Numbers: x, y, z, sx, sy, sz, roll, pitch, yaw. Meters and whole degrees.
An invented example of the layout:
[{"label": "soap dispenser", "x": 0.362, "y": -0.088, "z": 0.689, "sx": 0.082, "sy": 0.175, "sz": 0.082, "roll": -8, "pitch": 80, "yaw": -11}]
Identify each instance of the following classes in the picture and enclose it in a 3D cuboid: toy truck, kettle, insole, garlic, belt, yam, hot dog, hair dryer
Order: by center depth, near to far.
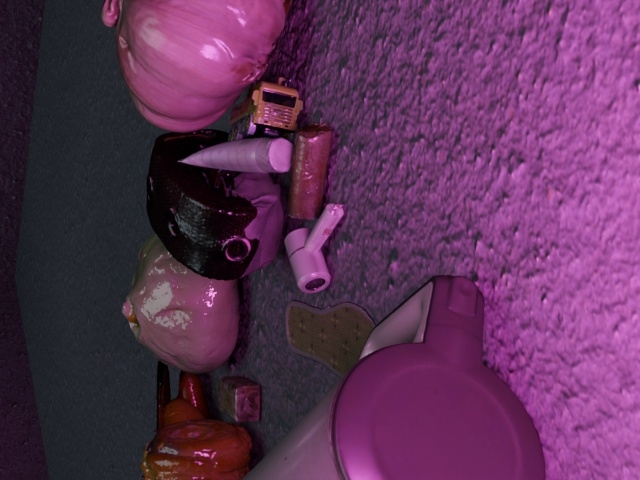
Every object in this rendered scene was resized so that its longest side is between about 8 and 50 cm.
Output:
[{"label": "kettle", "x": 0.061, "y": 0.241, "z": 1.239, "sx": 0.376, "sy": 0.250, "sz": 0.361, "roll": 124, "pitch": 167, "yaw": -51}, {"label": "hair dryer", "x": 0.000, "y": 0.000, "z": 1.559, "sx": 0.137, "sy": 0.047, "sz": 0.082, "roll": -58, "pitch": 41, "yaw": 42}, {"label": "yam", "x": -0.016, "y": -0.091, "z": 1.571, "sx": 0.054, "sy": 0.054, "sz": 0.132, "roll": -132, "pitch": 44, "yaw": -57}, {"label": "insole", "x": 0.012, "y": 0.131, "z": 1.583, "sx": 0.322, "sy": 0.007, "sz": 0.109, "roll": -172, "pitch": 82, "yaw": -66}, {"label": "toy truck", "x": -0.082, "y": -0.186, "z": 1.697, "sx": 0.169, "sy": 0.077, "sz": 0.100, "roll": 161, "pitch": 118, "yaw": -72}, {"label": "garlic", "x": -0.171, "y": -0.311, "z": 1.698, "sx": 0.241, "sy": 0.322, "sz": 0.322, "roll": 52, "pitch": 161, "yaw": -12}, {"label": "belt", "x": -0.163, "y": -0.047, "z": 1.755, "sx": 0.289, "sy": 0.184, "sz": 0.164, "roll": -124, "pitch": 39, "yaw": -54}, {"label": "hot dog", "x": -0.233, "y": 0.362, "z": 2.050, "sx": 0.194, "sy": 0.107, "sz": 0.325, "roll": 119, "pitch": 150, "yaw": -70}]

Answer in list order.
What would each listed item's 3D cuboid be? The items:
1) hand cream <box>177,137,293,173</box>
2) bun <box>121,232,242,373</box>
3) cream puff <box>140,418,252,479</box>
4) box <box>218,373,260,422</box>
[{"label": "hand cream", "x": -0.116, "y": -0.121, "z": 1.650, "sx": 0.205, "sy": 0.078, "sz": 0.049, "roll": 5, "pitch": 113, "yaw": 49}, {"label": "bun", "x": -0.246, "y": 0.090, "z": 1.973, "sx": 0.283, "sy": 0.179, "sz": 0.283, "roll": -179, "pitch": 90, "yaw": -68}, {"label": "cream puff", "x": -0.202, "y": 0.367, "z": 1.880, "sx": 0.189, "sy": 0.189, "sz": 0.129, "roll": -169, "pitch": 73, "yaw": -67}, {"label": "box", "x": -0.133, "y": 0.256, "z": 1.886, "sx": 0.098, "sy": 0.045, "sz": 0.062, "roll": -165, "pitch": 75, "yaw": -65}]
